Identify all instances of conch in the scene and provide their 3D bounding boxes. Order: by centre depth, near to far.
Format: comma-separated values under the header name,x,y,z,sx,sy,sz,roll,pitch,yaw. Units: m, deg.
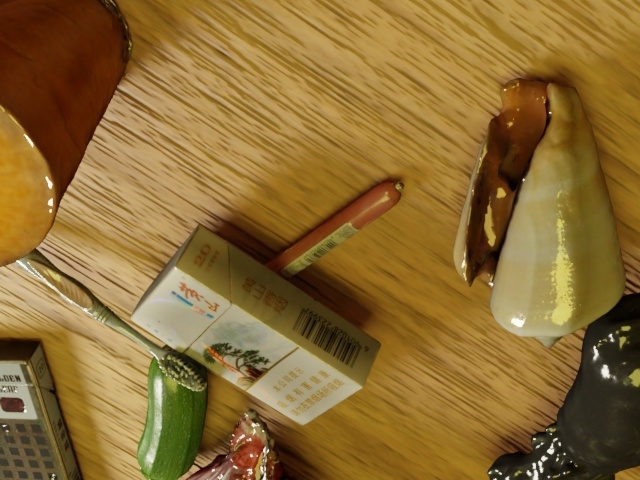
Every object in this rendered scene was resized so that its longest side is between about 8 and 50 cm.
name,x,y,z,sx,sy,sz,roll,pitch,yaw
conch,0.221,-0.021,0.952,0.158,0.127,0.255,17,105,39

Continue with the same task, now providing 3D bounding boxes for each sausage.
name,x,y,z,sx,sy,sz,roll,pitch,yaw
sausage,0.000,0.000,1.042,0.223,0.029,0.029,-34,109,27

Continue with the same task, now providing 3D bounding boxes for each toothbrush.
name,x,y,z,sx,sy,sz,roll,pitch,yaw
toothbrush,-0.277,0.052,1.098,0.375,0.037,0.028,36,90,2

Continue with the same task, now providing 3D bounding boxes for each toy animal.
name,x,y,z,sx,sy,sz,roll,pitch,yaw
toy animal,0.305,0.187,1.037,0.168,0.106,0.343,4,135,-16

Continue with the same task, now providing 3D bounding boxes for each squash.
name,x,y,z,sx,sy,sz,roll,pitch,yaw
squash,-0.175,0.211,1.182,0.077,0.068,0.219,12,123,-6

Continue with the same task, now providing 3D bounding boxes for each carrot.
name,x,y,z,sx,sy,sz,roll,pitch,yaw
carrot,-0.289,-0.123,0.892,0.196,0.254,0.196,5,127,6

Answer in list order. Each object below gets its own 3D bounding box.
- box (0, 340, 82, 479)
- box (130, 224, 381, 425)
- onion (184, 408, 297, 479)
name,x,y,z,sx,sy,sz,roll,pitch,yaw
box,-0.406,0.268,1.274,0.180,0.047,0.325,-1,120,11
box,-0.071,0.096,1.067,0.233,0.067,0.149,33,141,-9
onion,-0.081,0.372,1.208,0.267,0.159,0.349,28,100,31
